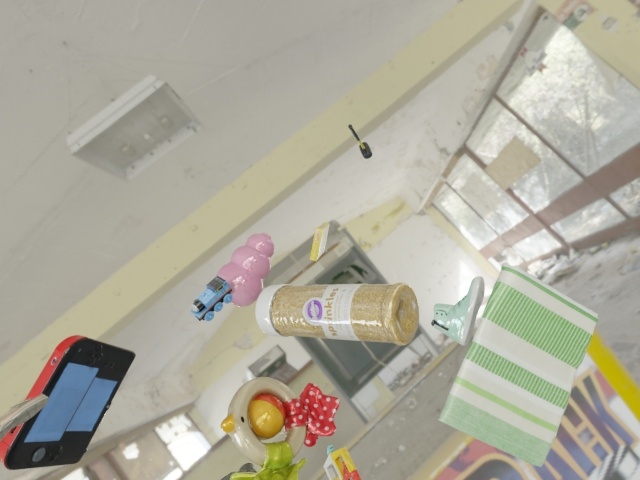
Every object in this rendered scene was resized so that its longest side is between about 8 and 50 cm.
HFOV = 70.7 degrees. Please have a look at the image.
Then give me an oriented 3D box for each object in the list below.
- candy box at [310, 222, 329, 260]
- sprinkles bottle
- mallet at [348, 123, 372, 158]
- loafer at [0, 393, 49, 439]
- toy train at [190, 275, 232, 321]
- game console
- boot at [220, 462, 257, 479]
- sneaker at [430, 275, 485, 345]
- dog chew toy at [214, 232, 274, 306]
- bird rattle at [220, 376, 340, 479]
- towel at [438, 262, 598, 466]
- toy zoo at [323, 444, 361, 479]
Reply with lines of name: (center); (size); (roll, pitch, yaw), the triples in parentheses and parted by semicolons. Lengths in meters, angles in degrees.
candy box: (0.000, 0.000, 1.527); (0.206, 0.027, 0.105); (-45, -31, -79)
sprinkles bottle: (0.024, 0.150, 0.956); (0.356, 0.121, 0.121); (-6, 14, 38)
mallet: (0.145, -0.360, 1.654); (0.039, 0.062, 0.190); (-28, -22, 14)
loafer: (-0.560, 0.317, 0.813); (0.125, 0.039, 0.045); (-42, -17, -49)
toy train: (-0.421, 0.227, 1.740); (0.184, 0.080, 0.105); (-44, -45, -26)
game console: (-0.755, 0.497, 1.388); (0.386, 0.060, 0.342); (-66, -22, -18)
boot: (-0.282, 0.799, 1.405); (0.247, 0.083, 0.161); (-15, 7, -38)
sneaker: (0.469, 0.224, 1.564); (0.094, 0.151, 0.255); (-11, -62, -50)
dog chew toy: (-0.309, 0.115, 1.933); (0.331, 0.207, 0.206); (-62, -7, -14)
bird rattle: (-0.076, 0.349, 0.858); (0.143, 0.207, 0.253); (-39, 7, 42)
towel: (0.384, 0.234, 0.858); (0.324, 0.248, 0.038); (-63, 13, -11)
toy zoo: (0.099, 0.947, 1.769); (0.030, 0.293, 0.192); (-7, -39, -33)
